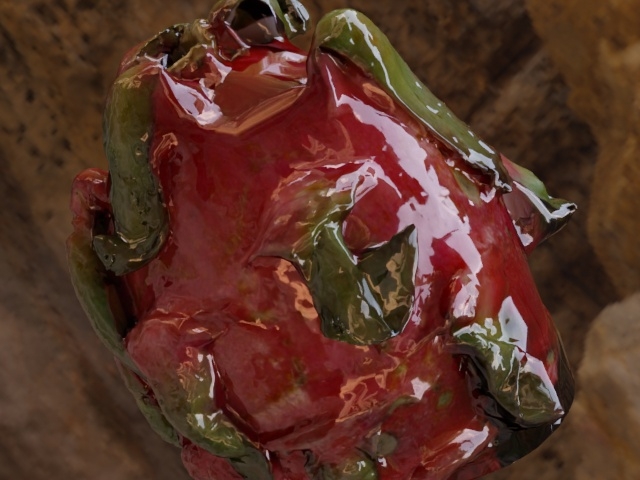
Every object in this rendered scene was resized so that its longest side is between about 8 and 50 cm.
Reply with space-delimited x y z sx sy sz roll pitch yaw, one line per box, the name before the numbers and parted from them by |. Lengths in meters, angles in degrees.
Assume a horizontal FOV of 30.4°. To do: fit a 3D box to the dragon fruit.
dragon fruit | 0.000 0.000 0.406 0.172 0.166 0.160 59 -20 -21
